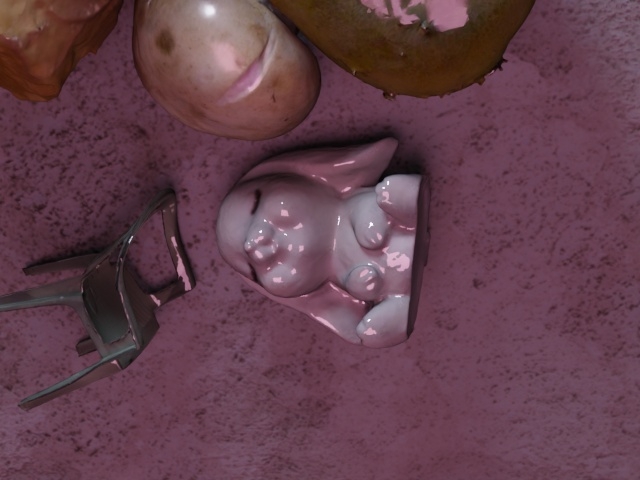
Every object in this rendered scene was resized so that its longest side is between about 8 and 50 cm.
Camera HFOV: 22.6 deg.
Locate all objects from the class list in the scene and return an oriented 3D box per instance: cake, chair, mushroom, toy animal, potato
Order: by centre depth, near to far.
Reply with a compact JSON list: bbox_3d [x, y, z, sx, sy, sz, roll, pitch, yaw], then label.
[{"bbox_3d":[0.064,-0.309,1.809,0.359,0.219,0.270,20,101,-1],"label":"potato"},{"bbox_3d":[-0.349,-0.364,1.818,0.332,0.332,0.321,37,79,-14],"label":"cake"},{"bbox_3d":[-0.114,-0.224,1.890,0.255,0.255,0.184,45,79,-18],"label":"mushroom"},{"bbox_3d":[0.000,0.000,2.018,0.265,0.206,0.271,6,105,13],"label":"toy animal"},{"bbox_3d":[-0.281,0.068,2.075,0.275,0.203,0.190,-20,104,22],"label":"chair"}]
